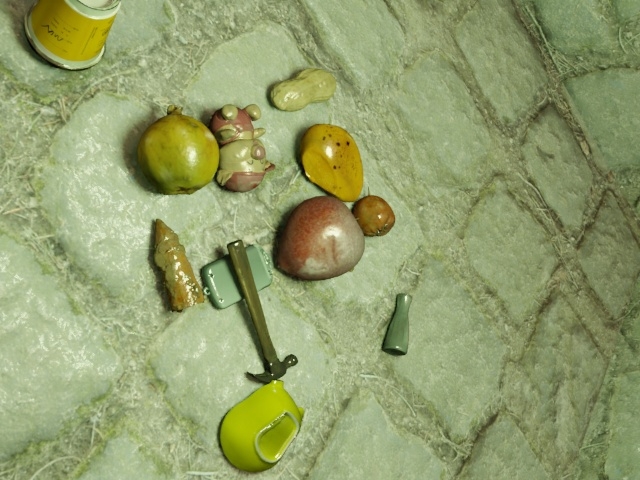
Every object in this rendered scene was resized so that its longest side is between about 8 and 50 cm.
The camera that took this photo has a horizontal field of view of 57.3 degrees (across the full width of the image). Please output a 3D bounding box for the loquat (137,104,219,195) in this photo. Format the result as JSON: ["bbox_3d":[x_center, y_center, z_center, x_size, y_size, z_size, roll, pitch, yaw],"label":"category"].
[{"bbox_3d":[-0.381,-0.247,1.568,0.214,0.213,0.246,-5,85,-39],"label":"loquat"}]

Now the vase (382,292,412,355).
[{"bbox_3d":[0.281,0.294,2.080,0.086,0.086,0.214,31,60,-31],"label":"vase"}]

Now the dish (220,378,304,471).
[{"bbox_3d":[-0.141,0.539,1.661,0.262,0.108,0.221,-41,114,-28],"label":"dish"}]

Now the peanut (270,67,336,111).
[{"bbox_3d":[-0.059,-0.494,1.919,0.257,0.124,0.123,-26,99,-34],"label":"peanut"}]

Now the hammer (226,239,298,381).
[{"bbox_3d":[-0.186,0.207,1.701,0.168,0.044,0.439,-27,109,-39],"label":"hammer"}]

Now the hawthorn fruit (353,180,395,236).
[{"bbox_3d":[0.180,-0.090,2.042,0.149,0.149,0.189,31,25,-31],"label":"hawthorn fruit"}]

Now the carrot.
[{"bbox_3d":[-0.396,0.063,1.583,0.102,0.102,0.263,-18,88,-39],"label":"carrot"}]

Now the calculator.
[{"bbox_3d":[-0.240,0.103,1.715,0.246,0.045,0.141,-27,100,-38],"label":"calculator"}]

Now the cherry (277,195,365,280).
[{"bbox_3d":[0.000,0.000,1.815,0.307,0.221,0.261,-33,106,-15],"label":"cherry"}]

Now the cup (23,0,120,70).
[{"bbox_3d":[-0.586,-0.541,1.405,0.196,0.280,0.196,12,70,-34],"label":"cup"}]

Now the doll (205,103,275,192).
[{"bbox_3d":[-0.231,-0.269,1.720,0.196,0.152,0.255,-13,95,-26],"label":"doll"}]

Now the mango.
[{"bbox_3d":[0.050,-0.259,1.939,0.290,0.160,0.191,59,45,-20],"label":"mango"}]

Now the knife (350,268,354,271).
[{"bbox_3d":[0.032,0.018,1.961,0.256,0.022,0.046,49,63,-21],"label":"knife"}]
